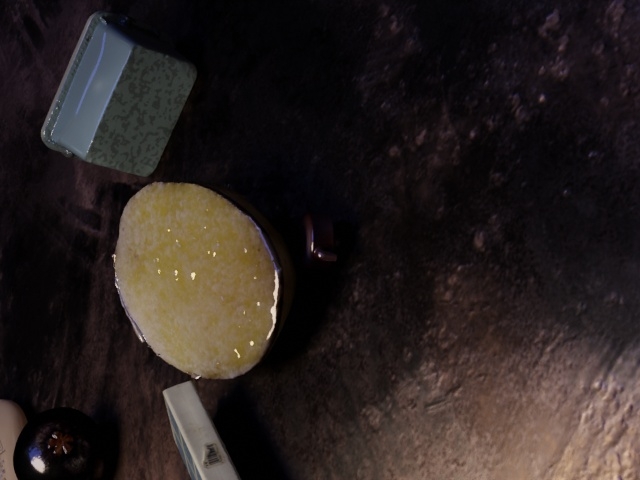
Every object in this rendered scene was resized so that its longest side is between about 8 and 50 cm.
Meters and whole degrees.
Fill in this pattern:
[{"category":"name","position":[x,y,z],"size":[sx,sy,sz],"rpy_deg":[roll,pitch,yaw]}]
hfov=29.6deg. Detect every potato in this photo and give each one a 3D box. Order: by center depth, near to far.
[{"category":"potato","position":[-0.125,0.049,1.496],"size":[0.299,0.116,0.239],"rpy_deg":[18,101,41]}]

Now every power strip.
[{"category":"power strip","position":[-0.101,0.308,1.371],"size":[0.367,0.043,0.106],"rpy_deg":[-125,21,-47]}]

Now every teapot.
[{"category":"teapot","position":[0.000,0.000,1.415],"size":[0.100,0.045,0.068],"rpy_deg":[-113,29,-62]}]

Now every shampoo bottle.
[{"category":"shampoo bottle","position":[-0.490,0.327,1.862],"size":[0.127,0.078,0.257],"rpy_deg":[-55,41,15]}]

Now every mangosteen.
[{"category":"mangosteen","position":[-0.361,0.308,1.687],"size":[0.151,0.137,0.137],"rpy_deg":[101,163,-58]}]

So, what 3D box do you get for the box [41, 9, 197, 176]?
[{"category":"box","position":[-0.293,-0.209,1.781],"size":[0.130,0.162,0.227],"rpy_deg":[34,103,41]}]
